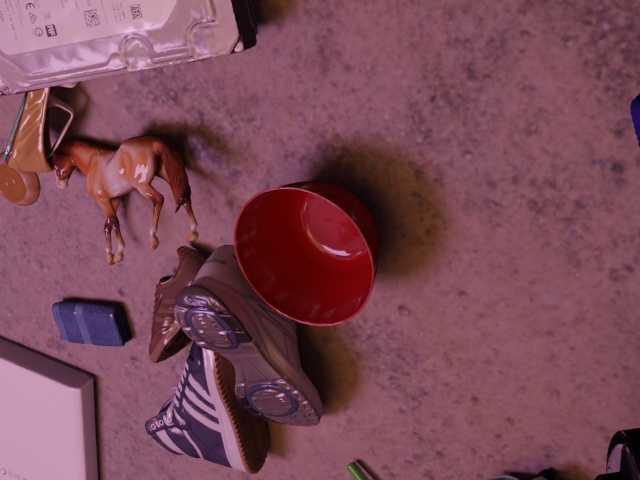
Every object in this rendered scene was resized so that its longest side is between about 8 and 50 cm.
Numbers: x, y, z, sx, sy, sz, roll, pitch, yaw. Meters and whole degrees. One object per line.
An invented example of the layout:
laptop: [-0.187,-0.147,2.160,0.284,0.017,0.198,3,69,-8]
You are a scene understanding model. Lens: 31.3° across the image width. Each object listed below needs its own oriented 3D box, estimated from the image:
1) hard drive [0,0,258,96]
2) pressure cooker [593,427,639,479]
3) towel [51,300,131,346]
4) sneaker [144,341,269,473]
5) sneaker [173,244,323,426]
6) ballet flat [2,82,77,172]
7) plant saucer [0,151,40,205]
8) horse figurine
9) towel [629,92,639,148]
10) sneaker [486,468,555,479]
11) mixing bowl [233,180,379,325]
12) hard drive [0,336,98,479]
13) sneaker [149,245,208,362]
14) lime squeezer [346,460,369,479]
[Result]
hard drive: [-0.253,-0.302,1.287,0.339,0.064,0.237,-6,108,21]
pressure cooker: [0.424,0.325,1.042,0.420,0.375,0.370,-8,78,3]
towel: [-0.331,0.119,1.649,0.119,0.029,0.067,3,119,30]
sneaker: [-0.169,0.193,1.555,0.153,0.099,0.282,6,122,25]
sneaker: [-0.067,0.128,1.455,0.111,0.129,0.297,-4,133,30]
ballet flat: [-0.343,-0.191,1.448,0.073,0.080,0.232,16,117,-10]
plant saucer: [-0.431,-0.083,1.598,0.083,0.015,0.083,14,123,23]
horse figurine: [-0.240,-0.067,1.451,0.263,0.066,0.174,-14,87,44]
towel: [0.413,-0.009,1.018,0.228,0.076,0.308,-7,112,24]
sneaker: [0.243,0.377,1.445,0.151,0.094,0.256,64,149,18]
mixing bowl: [0.000,0.000,1.343,0.181,0.098,0.181,14,122,23]
hard drive: [-0.463,0.326,1.836,0.233,0.047,0.353,19,125,20]
sneaker: [-0.192,0.085,1.539,0.071,0.066,0.188,48,126,19]
lime squeezer: [0.116,0.441,1.575,0.110,0.059,0.310,25,135,54]
